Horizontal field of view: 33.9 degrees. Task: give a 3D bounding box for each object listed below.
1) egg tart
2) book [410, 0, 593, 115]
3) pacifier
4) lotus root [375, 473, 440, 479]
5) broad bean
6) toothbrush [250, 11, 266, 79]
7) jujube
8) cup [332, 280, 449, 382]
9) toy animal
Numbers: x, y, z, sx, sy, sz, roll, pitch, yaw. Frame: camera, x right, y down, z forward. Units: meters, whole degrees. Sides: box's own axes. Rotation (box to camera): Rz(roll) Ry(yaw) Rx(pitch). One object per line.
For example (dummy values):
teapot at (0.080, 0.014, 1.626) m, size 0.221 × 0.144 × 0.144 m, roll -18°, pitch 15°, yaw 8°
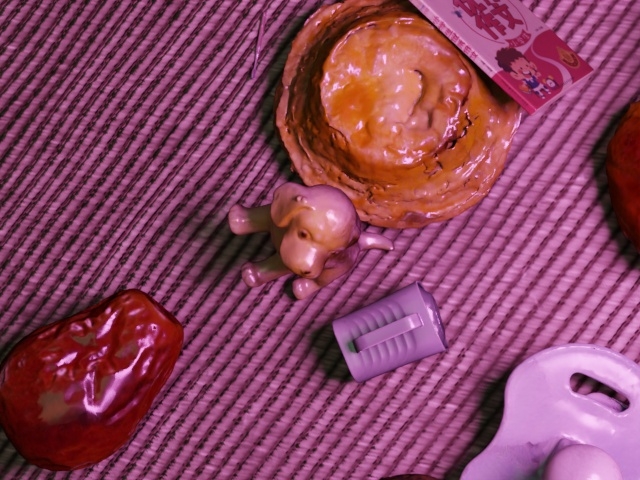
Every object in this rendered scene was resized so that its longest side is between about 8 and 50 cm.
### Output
egg tart at (0.095, -0.182, 1.347) m, size 0.341 × 0.129 × 0.341 m, roll -1°, pitch 82°, yaw 9°
book at (0.226, -0.265, 1.331) m, size 0.232 × 0.162 × 0.022 m, roll 47°, pitch 135°, yaw 11°
pacifier at (0.300, 0.273, 1.210) m, size 0.244 × 0.233 × 0.299 m, roll 25°, pitch 90°, yaw 8°
lotus root at (0.084, 0.338, 1.312) m, size 0.179 × 0.089 × 0.081 m, roll -20°, pitch 111°, yaw 0°
broad bean at (0.432, -0.068, 1.282) m, size 0.156 × 0.122 × 0.229 m, roll -18°, pitch 74°, yaw 33°
toothbrush at (-0.085, -0.267, 1.443) m, size 0.006 × 0.008 × 0.097 m, roll 10°, pitch 85°, yaw -3°
jujube at (-0.295, 0.174, 1.353) m, size 0.255 × 0.190 × 0.190 m, roll -44°, pitch 79°, yaw -4°
cup at (0.089, 0.116, 1.316) m, size 0.129 × 0.128 × 0.095 m, roll -25°, pitch 83°, yaw 9°
toy animal at (-0.016, 0.002, 1.299) m, size 0.168 × 0.233 × 0.121 m, roll -13°, pitch 77°, yaw 16°
